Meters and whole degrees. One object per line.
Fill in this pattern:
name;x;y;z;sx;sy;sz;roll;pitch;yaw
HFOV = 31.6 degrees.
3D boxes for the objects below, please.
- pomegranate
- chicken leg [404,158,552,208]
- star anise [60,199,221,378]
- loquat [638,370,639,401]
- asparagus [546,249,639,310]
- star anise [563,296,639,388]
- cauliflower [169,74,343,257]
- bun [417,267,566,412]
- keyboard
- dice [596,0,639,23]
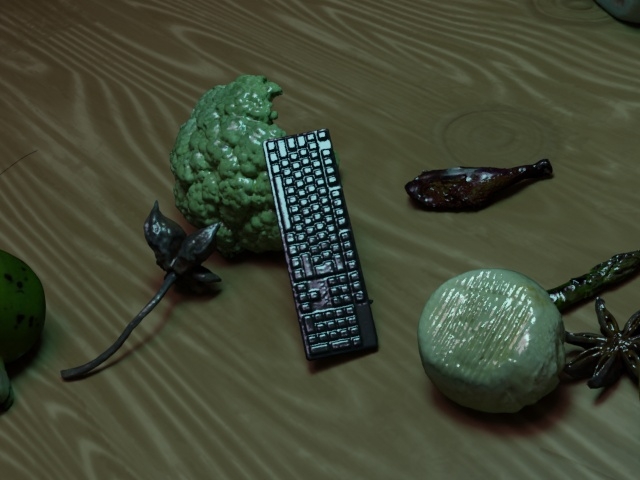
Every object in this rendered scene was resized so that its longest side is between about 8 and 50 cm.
pomegranate;-0.482;0.121;1.581;0.202;0.202;0.248;-16;65;7
chicken leg;0.217;-0.083;1.589;0.205;0.053;0.093;3;28;24
star anise;-0.256;0.070;1.560;0.227;0.148;0.218;-45;-2;-44
loquat;0.389;0.142;1.133;0.137;0.163;0.163;33;57;13
asparagus;0.325;0.051;1.375;0.165;0.030;0.036;-27;26;-7
star anise;0.332;0.122;1.270;0.141;0.042;0.141;-15;38;12
cauliflower;-0.085;-0.105;1.667;0.250;0.275;0.272;-6;-14;-45
bun;0.200;0.117;1.291;0.188;0.111;0.164;12;65;45
keyboard;0.000;0.000;1.465;0.101;0.018;0.310;-11;70;-4
dice;0.541;-0.507;1.789;0.243;0.251;0.259;-20;36;0
